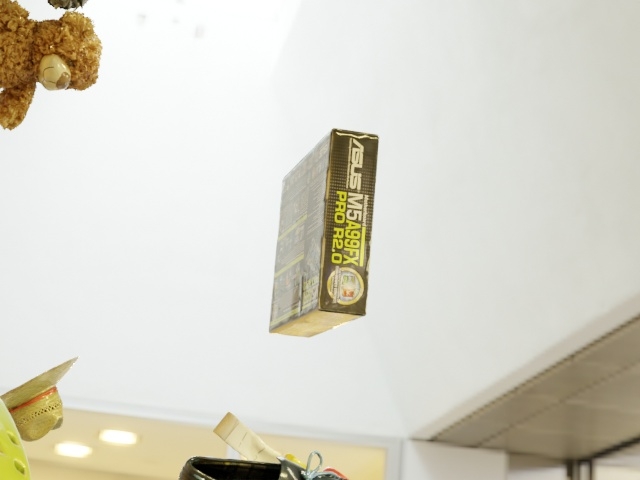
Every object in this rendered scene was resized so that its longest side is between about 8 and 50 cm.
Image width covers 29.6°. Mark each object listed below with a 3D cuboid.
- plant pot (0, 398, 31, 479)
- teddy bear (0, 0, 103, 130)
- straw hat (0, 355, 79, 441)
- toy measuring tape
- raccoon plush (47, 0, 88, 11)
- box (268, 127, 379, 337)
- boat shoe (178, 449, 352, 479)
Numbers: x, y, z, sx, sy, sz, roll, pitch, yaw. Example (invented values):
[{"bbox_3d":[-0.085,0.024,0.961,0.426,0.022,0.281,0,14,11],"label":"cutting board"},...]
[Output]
[{"bbox_3d":[-0.358,0.242,0.966,0.207,0.227,0.228,41,8,40],"label":"plant pot"},{"bbox_3d":[-0.523,-0.294,1.939,0.338,0.113,0.245,19,-65,-15],"label":"teddy bear"},{"bbox_3d":[-0.317,0.189,1.347,0.145,0.061,0.144,-28,-3,-1],"label":"straw hat"},{"bbox_3d":[-0.025,0.352,1.716,0.121,0.121,0.330,-9,-41,32],"label":"toy measuring tape"},{"bbox_3d":[-0.343,-0.506,1.740,0.447,0.216,0.299,-29,-5,15],"label":"raccoon plush"},{"bbox_3d":[0.000,0.000,1.498,0.060,0.216,0.270,7,-12,-13],"label":"box"},{"bbox_3d":[-0.050,0.319,1.511,0.258,0.109,0.089,2,-59,-9],"label":"boat shoe"}]
